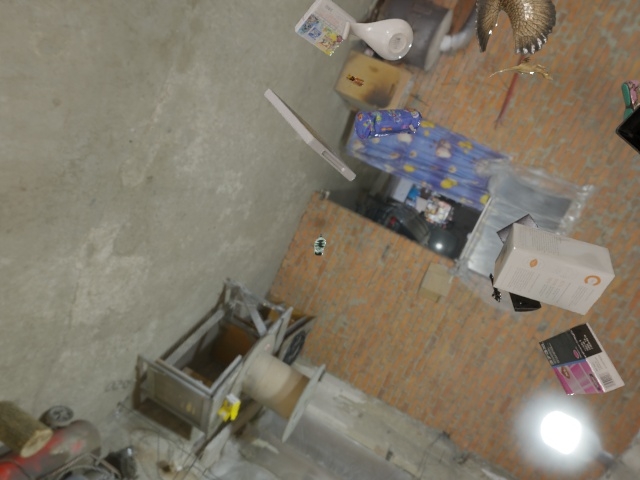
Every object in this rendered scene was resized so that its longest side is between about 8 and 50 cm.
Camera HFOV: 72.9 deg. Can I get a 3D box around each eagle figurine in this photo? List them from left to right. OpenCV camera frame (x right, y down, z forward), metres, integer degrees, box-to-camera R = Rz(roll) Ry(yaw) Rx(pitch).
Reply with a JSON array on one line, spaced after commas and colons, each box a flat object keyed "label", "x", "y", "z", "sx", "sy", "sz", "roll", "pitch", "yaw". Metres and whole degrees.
[{"label": "eagle figurine", "x": 0.533, "y": -0.697, "z": 1.272, "sx": 0.225, "sy": 0.226, "sz": 0.299, "roll": 33, "pitch": 38, "yaw": -46}]

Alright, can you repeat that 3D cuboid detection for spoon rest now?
[{"label": "spoon rest", "x": 0.200, "y": -0.718, "z": 1.519, "sx": 0.084, "sy": 0.276, "sz": 0.137, "roll": -114, "pitch": -146, "yaw": -47}]

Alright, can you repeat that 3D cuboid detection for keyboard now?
[{"label": "keyboard", "x": 0.891, "y": 0.209, "z": 2.031, "sx": 0.317, "sy": 0.201, "sz": 0.033, "roll": -79, "pitch": 166, "yaw": -50}]

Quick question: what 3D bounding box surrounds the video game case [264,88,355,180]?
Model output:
[{"label": "video game case", "x": -0.036, "y": -0.375, "z": 1.556, "sx": 0.036, "sy": 0.329, "sz": 0.300, "roll": -44, "pitch": 145, "yaw": 12}]

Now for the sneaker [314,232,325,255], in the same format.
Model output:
[{"label": "sneaker", "x": 0.000, "y": 0.000, "z": 1.476, "sx": 0.098, "sy": 0.038, "sz": 0.069, "roll": 108, "pitch": -6, "yaw": -55}]

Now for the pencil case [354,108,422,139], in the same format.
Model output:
[{"label": "pencil case", "x": 0.307, "y": -0.523, "z": 1.945, "sx": 0.305, "sy": 0.133, "sz": 0.120, "roll": -11, "pitch": 141, "yaw": -25}]

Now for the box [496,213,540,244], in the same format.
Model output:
[{"label": "box", "x": 0.858, "y": -0.027, "z": 1.862, "sx": 0.153, "sy": 0.108, "sz": 0.207, "roll": -33, "pitch": 165, "yaw": 21}]

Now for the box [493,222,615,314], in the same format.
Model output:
[{"label": "box", "x": 0.869, "y": 0.105, "z": 1.646, "sx": 0.168, "sy": 0.344, "sz": 0.215, "roll": -60, "pitch": 163, "yaw": -47}]

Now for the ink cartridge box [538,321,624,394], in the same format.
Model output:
[{"label": "ink cartridge box", "x": 0.758, "y": 0.367, "z": 1.307, "sx": 0.069, "sy": 0.176, "sz": 0.371, "roll": -22, "pitch": 157, "yaw": 4}]

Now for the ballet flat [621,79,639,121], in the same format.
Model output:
[{"label": "ballet flat", "x": 1.350, "y": -0.579, "z": 1.864, "sx": 0.077, "sy": 0.079, "sz": 0.222, "roll": -66, "pitch": 143, "yaw": -74}]

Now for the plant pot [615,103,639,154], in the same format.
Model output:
[{"label": "plant pot", "x": 0.793, "y": -0.233, "z": 0.901, "sx": 0.188, "sy": 0.166, "sz": 0.188, "roll": -95, "pitch": -153, "yaw": -47}]

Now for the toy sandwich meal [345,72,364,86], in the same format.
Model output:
[{"label": "toy sandwich meal", "x": 0.142, "y": -0.656, "z": 1.766, "sx": 0.029, "sy": 0.085, "sz": 0.085, "roll": -63, "pitch": 169, "yaw": 26}]

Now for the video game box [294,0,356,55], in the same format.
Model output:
[{"label": "video game box", "x": 0.024, "y": -0.934, "z": 1.887, "sx": 0.205, "sy": 0.048, "sz": 0.187, "roll": 18, "pitch": 137, "yaw": -39}]

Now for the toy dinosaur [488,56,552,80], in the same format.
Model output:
[{"label": "toy dinosaur", "x": 0.628, "y": -0.534, "z": 1.347, "sx": 0.093, "sy": 0.183, "sz": 0.053, "roll": -49, "pitch": 145, "yaw": -47}]
